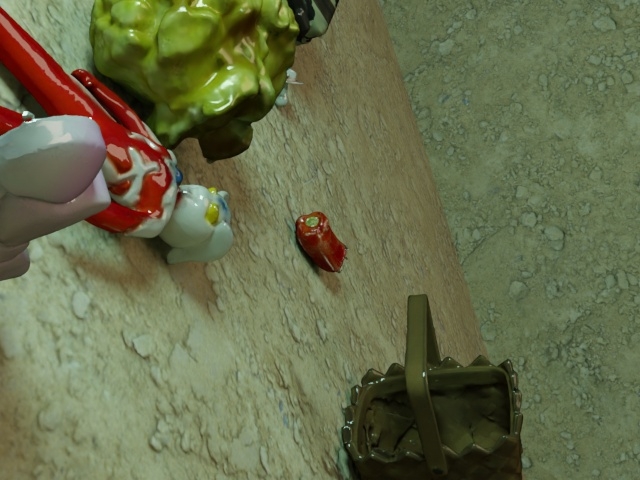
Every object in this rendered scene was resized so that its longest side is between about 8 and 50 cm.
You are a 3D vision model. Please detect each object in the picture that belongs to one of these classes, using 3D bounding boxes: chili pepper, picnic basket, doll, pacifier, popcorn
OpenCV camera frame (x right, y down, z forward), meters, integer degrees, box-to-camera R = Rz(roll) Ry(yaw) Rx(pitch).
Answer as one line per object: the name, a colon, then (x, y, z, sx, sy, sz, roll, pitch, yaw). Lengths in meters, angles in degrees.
chili pepper: (0.000, 0.000, 1.308, 0.070, 0.073, 0.123, 28, -20, 45)
picnic basket: (0.182, 0.276, 1.179, 0.254, 0.291, 0.321, -71, 150, -61)
doll: (-0.217, -0.083, 0.752, 0.384, 0.099, 0.188, 43, 32, -48)
pacifier: (-0.078, -0.305, 1.429, 0.099, 0.082, 0.078, -119, -144, -68)
popcorn: (-0.151, -0.234, 0.891, 0.258, 0.224, 0.270, -66, 146, -37)

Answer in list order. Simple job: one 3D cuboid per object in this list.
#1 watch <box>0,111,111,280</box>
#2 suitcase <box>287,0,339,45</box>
watch: (-0.280, -0.078, 0.431, 0.217, 0.211, 0.248, 62, 26, 4)
suitcase: (-0.087, -0.602, 1.445, 0.351, 0.194, 0.339, 56, 41, -43)
